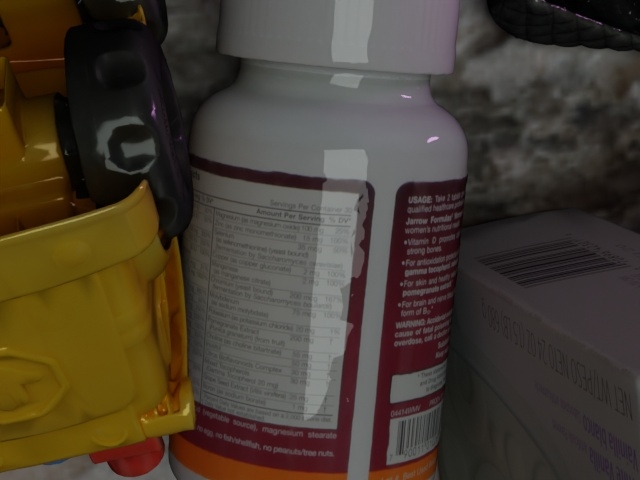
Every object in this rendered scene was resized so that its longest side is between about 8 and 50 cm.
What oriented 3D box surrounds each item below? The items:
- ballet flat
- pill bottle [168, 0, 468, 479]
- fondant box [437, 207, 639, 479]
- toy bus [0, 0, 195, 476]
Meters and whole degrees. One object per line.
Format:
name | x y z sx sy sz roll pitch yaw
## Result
ballet flat | 0.162 -0.113 0.631 0.173 0.049 0.058 -4 103 -13
pill bottle | 0.000 0.000 0.576 0.121 0.121 0.221 2 100 -15
fondant box | 0.136 0.171 0.584 0.096 0.238 0.330 -11 104 -12
toy bus | -0.114 -0.010 0.529 0.149 0.220 0.211 -14 135 3
